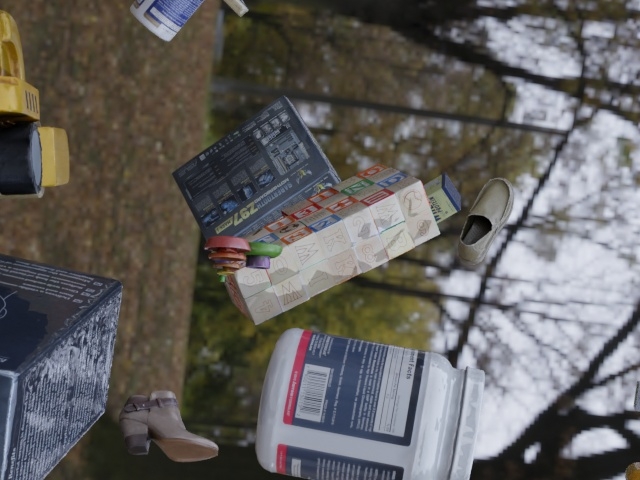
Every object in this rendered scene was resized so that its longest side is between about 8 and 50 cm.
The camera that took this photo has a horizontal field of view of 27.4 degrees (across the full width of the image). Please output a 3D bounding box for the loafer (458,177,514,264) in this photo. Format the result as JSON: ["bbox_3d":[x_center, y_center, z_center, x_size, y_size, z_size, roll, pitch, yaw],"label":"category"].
[{"bbox_3d":[0.253,-0.034,1.998,0.050,0.056,0.148,62,49,-65],"label":"loafer"}]

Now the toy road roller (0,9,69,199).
[{"bbox_3d":[-0.459,-0.176,1.760,0.329,0.202,0.241,-162,-110,-87],"label":"toy road roller"}]

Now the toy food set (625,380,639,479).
[{"bbox_3d":[0.504,0.251,1.895,0.104,0.111,0.232,-4,101,-82],"label":"toy food set"}]

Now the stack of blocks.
[{"bbox_3d":[0.000,0.000,1.893,0.087,0.297,0.171,68,-13,-18],"label":"stack of blocks"}]

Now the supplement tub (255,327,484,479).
[{"bbox_3d":[0.064,0.226,1.701,0.191,0.272,0.191,10,90,-85],"label":"supplement tub"}]

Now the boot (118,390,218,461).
[{"bbox_3d":[-0.178,0.214,1.546,0.087,0.118,0.042,-92,-170,-49],"label":"boot"}]

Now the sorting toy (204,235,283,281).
[{"bbox_3d":[-0.085,0.022,1.380,0.061,0.102,0.042,-3,-99,37],"label":"sorting toy"}]

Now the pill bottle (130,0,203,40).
[{"bbox_3d":[-0.180,-0.317,1.665,0.120,0.067,0.067,-48,-161,9],"label":"pill bottle"}]

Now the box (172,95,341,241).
[{"bbox_3d":[-0.105,-0.099,2.123,0.183,0.232,0.059,59,7,35],"label":"box"}]

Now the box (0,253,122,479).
[{"bbox_3d":[-0.467,0.171,1.720,0.395,0.293,0.212,-53,154,-72],"label":"box"}]

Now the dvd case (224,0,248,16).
[{"bbox_3d":[-0.166,-0.351,1.426,0.164,0.018,0.221,59,11,28],"label":"dvd case"}]

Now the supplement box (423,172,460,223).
[{"bbox_3d":[0.212,-0.072,2.454,0.056,0.083,0.083,55,16,-14],"label":"supplement box"}]
